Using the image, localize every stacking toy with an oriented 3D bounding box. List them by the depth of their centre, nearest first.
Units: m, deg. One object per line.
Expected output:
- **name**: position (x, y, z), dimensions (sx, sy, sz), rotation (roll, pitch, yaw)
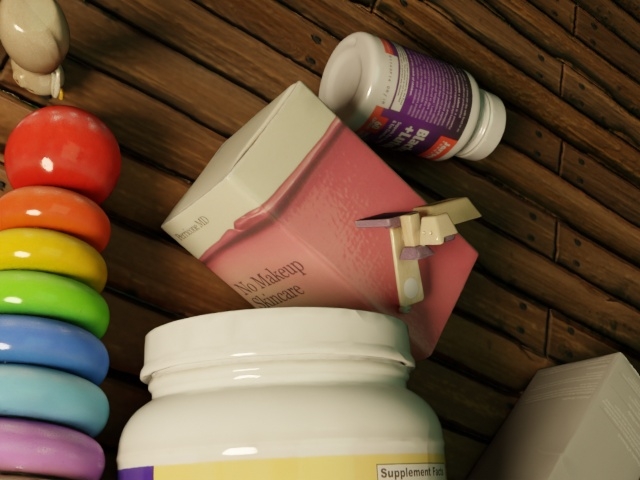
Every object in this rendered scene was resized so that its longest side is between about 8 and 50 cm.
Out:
- **stacking toy**: position (-0.209, 0.044, 0.578), dimensions (0.141, 0.141, 0.331), rotation (16, 62, -29)

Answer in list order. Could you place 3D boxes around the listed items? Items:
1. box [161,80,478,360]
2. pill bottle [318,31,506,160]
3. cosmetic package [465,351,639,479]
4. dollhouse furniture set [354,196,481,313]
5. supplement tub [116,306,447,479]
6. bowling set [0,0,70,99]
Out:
- **box**: position (0.000, 0.000, 0.716), dimensions (0.232, 0.148, 0.127), rotation (41, 57, -15)
- **pill bottle**: position (0.104, -0.147, 0.863), dimensions (0.193, 0.108, 0.108), rotation (12, 68, -30)
- **cosmetic package**: position (0.245, 0.233, 0.817), dimensions (0.107, 0.127, 0.238), rotation (50, 56, -9)
- **dollhouse furniture set**: position (0.104, 0.011, 0.646), dimensions (0.114, 0.091, 0.081), rotation (-15, 99, -38)
- **supplement tub**: position (-0.024, 0.231, 0.563), dimensions (0.240, 0.241, 0.332), rotation (8, 70, -32)
- **bowling set**: position (-0.338, -0.198, 0.583), dimensions (0.199, 0.154, 0.287), rotation (-34, 96, -18)
